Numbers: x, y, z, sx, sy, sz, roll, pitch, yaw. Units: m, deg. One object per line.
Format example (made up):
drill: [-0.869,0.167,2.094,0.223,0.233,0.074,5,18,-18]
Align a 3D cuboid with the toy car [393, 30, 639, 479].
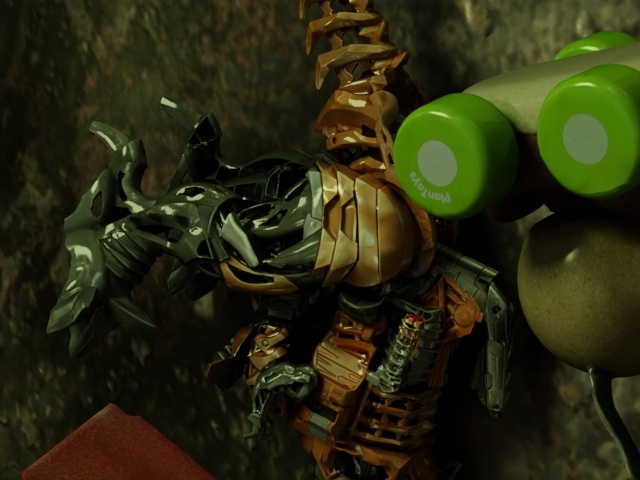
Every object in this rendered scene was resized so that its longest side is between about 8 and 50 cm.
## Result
toy car: [0.141,0.007,0.834,0.149,0.155,0.188,-7,102,41]

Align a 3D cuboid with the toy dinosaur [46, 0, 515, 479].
toy dinosaur: [0.000,0.000,0.981,0.218,0.164,0.322,4,82,26]

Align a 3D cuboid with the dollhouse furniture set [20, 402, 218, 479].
dollhouse furniture set: [-0.043,0.283,0.962,0.374,0.152,0.201,38,131,6]
